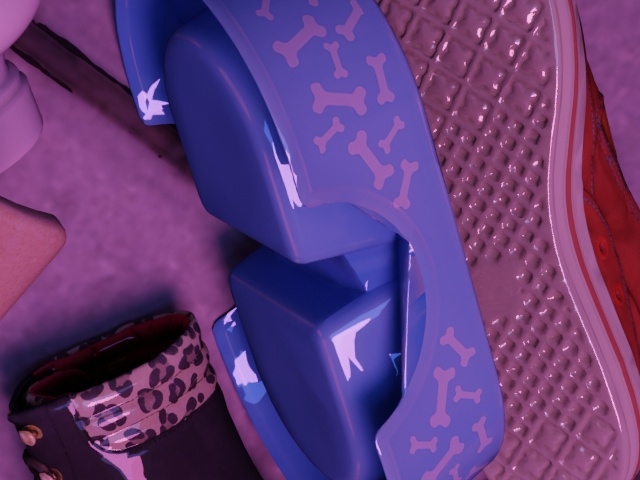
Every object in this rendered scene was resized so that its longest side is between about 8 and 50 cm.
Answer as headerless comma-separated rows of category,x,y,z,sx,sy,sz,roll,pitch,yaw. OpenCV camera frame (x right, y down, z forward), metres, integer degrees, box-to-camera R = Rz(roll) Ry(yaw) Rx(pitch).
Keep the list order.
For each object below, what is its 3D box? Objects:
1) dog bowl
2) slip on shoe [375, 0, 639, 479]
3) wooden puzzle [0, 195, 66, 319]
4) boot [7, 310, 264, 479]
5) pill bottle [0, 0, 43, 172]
dog bowl,0.000,0.000,0.882,0.074,0.166,0.297,-26,115,-20
slip on shoe,0.090,-0.037,0.931,0.123,0.101,0.331,-9,105,29
wooden puzzle,-0.305,0.046,0.658,0.322,0.080,0.348,-48,139,15
boot,-0.124,0.154,0.939,0.236,0.085,0.178,-26,112,-11
pill bottle,-0.199,-0.143,0.769,0.146,0.146,0.264,-24,114,-8
